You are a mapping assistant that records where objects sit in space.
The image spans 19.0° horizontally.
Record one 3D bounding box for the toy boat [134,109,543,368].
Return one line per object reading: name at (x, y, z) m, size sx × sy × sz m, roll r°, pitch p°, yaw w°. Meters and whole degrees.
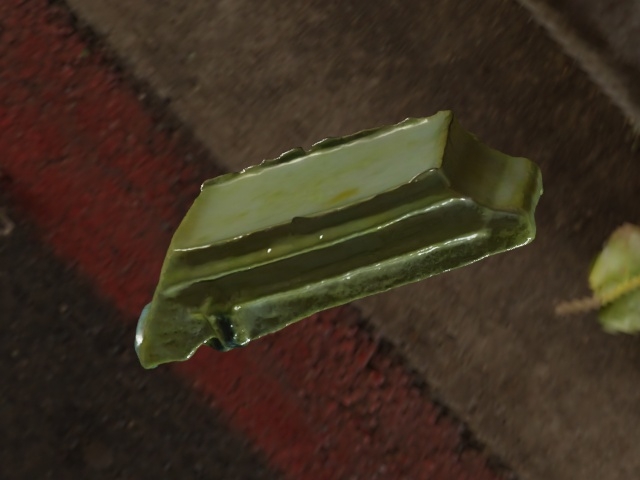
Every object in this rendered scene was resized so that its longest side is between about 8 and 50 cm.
toy boat at (-0.004, -0.005, 1.175) m, size 0.276 × 0.111 × 0.084 m, roll -19°, pitch 113°, yaw 19°
